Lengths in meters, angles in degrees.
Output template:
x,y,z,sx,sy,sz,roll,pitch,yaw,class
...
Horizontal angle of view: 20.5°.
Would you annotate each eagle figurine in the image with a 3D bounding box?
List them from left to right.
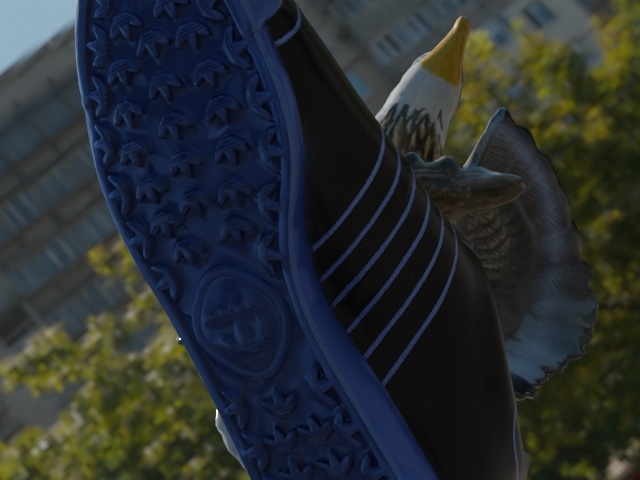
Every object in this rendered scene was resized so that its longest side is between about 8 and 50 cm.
x,y,z,sx,sy,sz,roll,pitch,yaw,class
0.027,-0.006,0.880,0.225,0.226,0.298,-34,-7,-1,eagle figurine

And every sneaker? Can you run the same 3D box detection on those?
x,y,z,sx,sy,sz,roll,pitch,yaw,class
0.000,0.000,0.563,0.081,0.232,0.090,-11,14,37,sneaker
